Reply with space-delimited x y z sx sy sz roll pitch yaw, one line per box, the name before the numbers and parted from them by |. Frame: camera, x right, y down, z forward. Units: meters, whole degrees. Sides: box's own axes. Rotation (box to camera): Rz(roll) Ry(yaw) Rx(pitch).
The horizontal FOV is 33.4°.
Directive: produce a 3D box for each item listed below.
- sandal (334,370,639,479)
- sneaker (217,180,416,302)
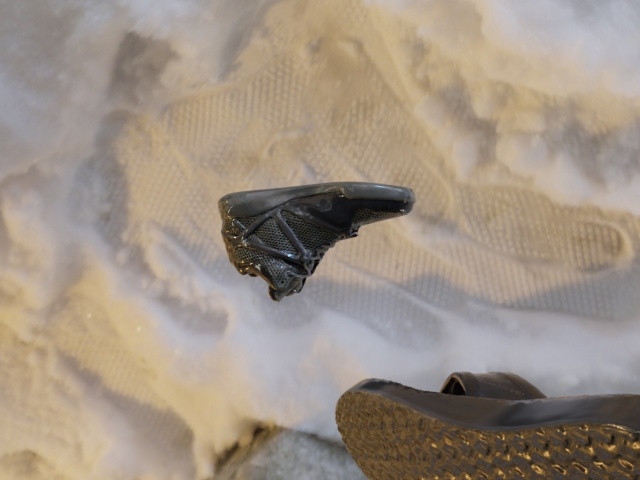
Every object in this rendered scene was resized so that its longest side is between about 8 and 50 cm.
sandal | 0.176 0.188 0.931 0.445 0.107 0.168 -5 111 55
sneaker | 0.000 0.000 1.210 0.227 0.087 0.130 -8 84 8
